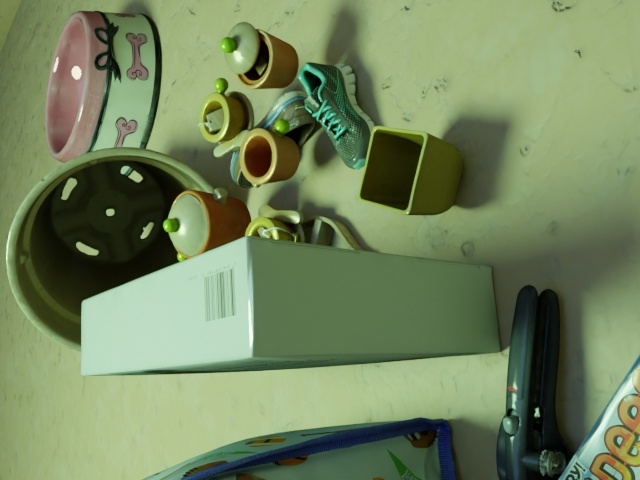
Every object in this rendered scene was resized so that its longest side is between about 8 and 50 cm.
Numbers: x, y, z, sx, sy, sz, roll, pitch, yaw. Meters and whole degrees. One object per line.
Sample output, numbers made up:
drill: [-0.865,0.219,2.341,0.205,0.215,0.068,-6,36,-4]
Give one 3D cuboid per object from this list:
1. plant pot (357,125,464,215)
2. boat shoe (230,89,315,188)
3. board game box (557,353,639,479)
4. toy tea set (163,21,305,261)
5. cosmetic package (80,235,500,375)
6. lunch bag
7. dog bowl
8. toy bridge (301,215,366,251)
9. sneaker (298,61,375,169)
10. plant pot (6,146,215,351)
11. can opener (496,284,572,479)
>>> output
plant pot: [0.102,-0.068,0.639,0.081,0.083,0.082,22,101,52]
boat shoe: [-0.071,-0.131,0.886,0.183,0.066,0.066,-49,51,36]
board game box: [0.259,0.174,0.438,0.136,0.035,0.201,42,118,46]
toy tea set: [-0.125,-0.112,0.814,0.200,0.124,0.336,4,96,42]
cosmetic package: [-0.053,0.089,0.653,0.377,0.284,0.098,-18,72,50]
lunch bag: [-0.093,0.318,0.588,0.328,0.385,0.239,-34,58,44]
dog bowl: [-0.525,-0.346,1.438,0.408,0.150,0.408,-9,78,51]
toy bridge: [0.000,0.000,0.807,0.188,0.026,0.063,19,97,52]
sneaker: [0.014,-0.159,0.772,0.065,0.076,0.167,-46,51,39]
plant pot: [-0.349,-0.017,1.062,0.305,0.333,0.334,36,113,61]
can opener: [0.179,0.131,0.529,0.073,0.059,0.186,0,85,53]
